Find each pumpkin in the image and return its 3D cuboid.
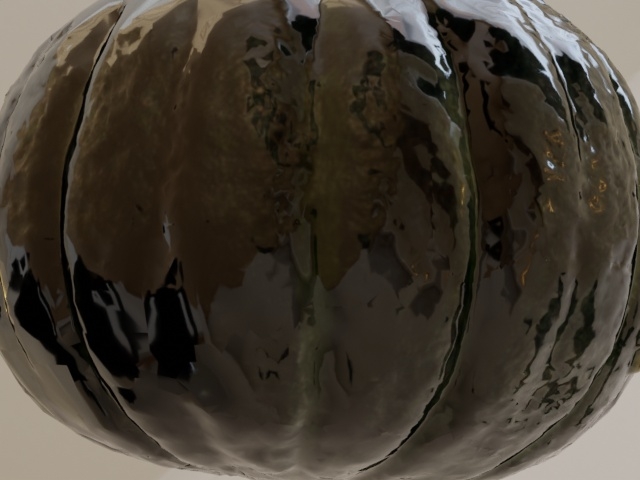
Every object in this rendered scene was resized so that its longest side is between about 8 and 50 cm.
[{"bbox_3d":[0.000,0.000,0.445,0.220,0.220,0.162,-7,-107,40],"label":"pumpkin"}]
